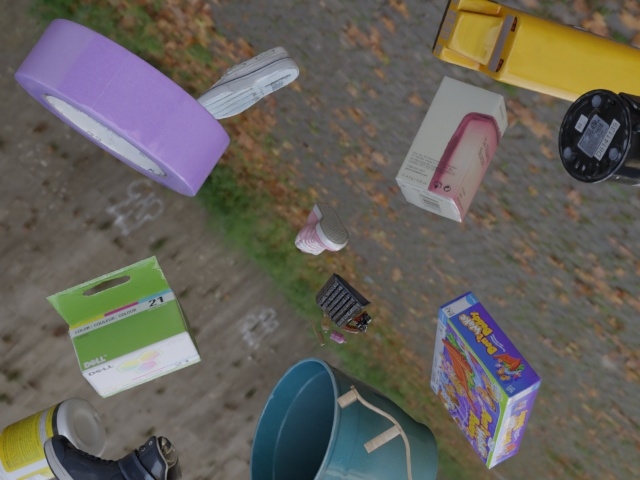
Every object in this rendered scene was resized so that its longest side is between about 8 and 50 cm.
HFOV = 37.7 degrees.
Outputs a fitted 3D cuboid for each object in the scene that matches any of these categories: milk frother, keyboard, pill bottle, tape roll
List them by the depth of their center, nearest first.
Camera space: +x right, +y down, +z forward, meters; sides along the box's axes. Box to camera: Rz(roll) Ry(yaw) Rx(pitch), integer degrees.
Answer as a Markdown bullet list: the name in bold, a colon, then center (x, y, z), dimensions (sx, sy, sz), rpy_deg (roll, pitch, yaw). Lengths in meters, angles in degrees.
- **milk frother**: center (0.312, -0.077, 0.826), dimensions (0.135, 0.129, 0.143), rpy_deg (4, -129, -31)
- **tape roll**: center (-0.256, -0.169, 1.226), dimensions (0.275, 0.090, 0.275), rpy_deg (32, 172, 5)
- **keyboard**: center (0.043, 0.118, 1.619), dimensions (0.108, 0.023, 0.180), rpy_deg (41, 161, 3)
- **pill bottle**: center (-0.501, 0.369, 1.674), dimensions (0.119, 0.209, 0.119), rpy_deg (56, -161, -31)

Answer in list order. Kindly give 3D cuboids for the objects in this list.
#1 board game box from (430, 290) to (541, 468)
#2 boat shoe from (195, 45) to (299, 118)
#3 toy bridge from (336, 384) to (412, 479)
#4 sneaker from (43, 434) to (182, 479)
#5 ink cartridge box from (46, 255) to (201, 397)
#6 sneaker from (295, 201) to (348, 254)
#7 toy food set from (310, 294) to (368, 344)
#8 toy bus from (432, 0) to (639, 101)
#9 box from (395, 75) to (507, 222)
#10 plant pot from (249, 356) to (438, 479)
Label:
- **board game box**: center (0.331, 0.295, 1.939), dimensions (0.233, 0.078, 0.347), rpy_deg (55, 162, 32)
- **boat shoe**: center (-0.156, -0.317, 1.887), dimensions (0.083, 0.226, 0.075), rpy_deg (79, 166, -61)
- **toy bridge**: center (0.096, 0.302, 1.429), dimensions (0.188, 0.063, 0.026), rpy_deg (58, 177, 17)
- **sneaker**: center (-0.310, 0.337, 1.425), dimensions (0.226, 0.163, 0.086), rpy_deg (41, 172, 34)
- **ink cartridge box**: center (-0.320, 0.148, 1.549), dimensions (0.255, 0.189, 0.097), rpy_deg (83, 165, -63)
- **sneaker**: center (0.000, 0.000, 1.350), dimensions (0.051, 0.070, 0.134), rpy_deg (25, -162, -17)
- **toy food set**: center (0.045, 0.166, 1.883), dimensions (0.019, 0.122, 0.078), rpy_deg (97, 150, -67)
- **toy bus**: center (0.346, -0.282, 1.434), dimensions (0.333, 0.108, 0.130), rpy_deg (11, -160, -21)
- **box**: center (0.260, -0.176, 1.832), dimensions (0.127, 0.232, 0.148), rpy_deg (23, 172, 20)
- **plant pot**: center (0.055, 0.369, 1.631), dimensions (0.255, 0.271, 0.272), rpy_deg (23, -177, -25)
